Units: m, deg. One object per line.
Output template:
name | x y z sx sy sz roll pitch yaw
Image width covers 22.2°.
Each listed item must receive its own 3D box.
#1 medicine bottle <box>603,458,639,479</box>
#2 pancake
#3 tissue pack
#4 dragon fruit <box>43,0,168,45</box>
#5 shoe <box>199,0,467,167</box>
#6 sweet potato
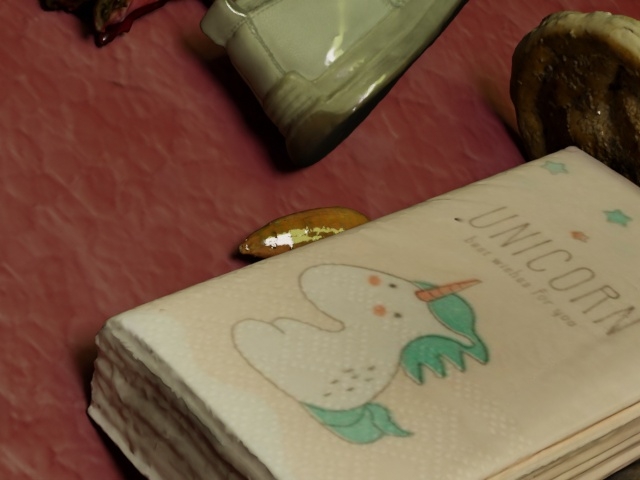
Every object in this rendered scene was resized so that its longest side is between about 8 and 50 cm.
medicine bottle | 0.122 0.200 0.733 0.322 0.151 0.151 -21 79 -41
pancake | 0.160 -0.055 0.907 0.028 0.158 0.158 -28 83 -28
tissue pack | 0.068 0.056 0.783 0.325 0.071 0.170 -20 46 -39
dragon fruit | -0.087 -0.237 0.843 0.163 0.189 0.261 -7 71 -5
shoe | 0.040 -0.154 0.904 0.098 0.103 0.275 44 49 -3
sweet potato | 0.000 0.000 0.835 0.095 0.034 0.034 -3 67 -38
